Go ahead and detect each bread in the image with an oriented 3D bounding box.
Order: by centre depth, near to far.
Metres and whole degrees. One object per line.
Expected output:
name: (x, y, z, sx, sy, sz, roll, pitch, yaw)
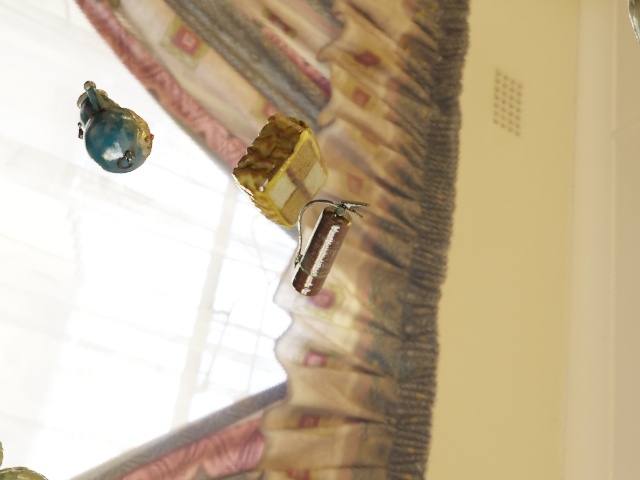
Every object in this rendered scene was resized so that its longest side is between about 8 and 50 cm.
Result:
bread: (-0.069, -0.133, 1.689, 0.096, 0.222, 0.181, 33, -101, 23)

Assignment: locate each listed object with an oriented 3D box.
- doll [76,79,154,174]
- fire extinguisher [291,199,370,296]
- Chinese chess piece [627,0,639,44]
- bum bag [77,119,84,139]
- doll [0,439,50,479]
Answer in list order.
doll: (-0.270, -0.140, 1.119, 0.152, 0.085, 0.114, 46, -24, 46)
fire extinguisher: (0.000, 0.000, 1.132, 0.045, 0.078, 0.157, -71, -175, -55)
Chinese chess piece: (0.323, -0.217, 0.674, 0.140, 0.338, 0.338, -9, -124, 27)
bum bag: (-0.397, -0.187, 1.592, 0.058, 0.124, 0.034, -60, 168, 18)
doll: (-0.211, 0.209, 0.568, 0.071, 0.103, 0.214, -120, -159, -57)
